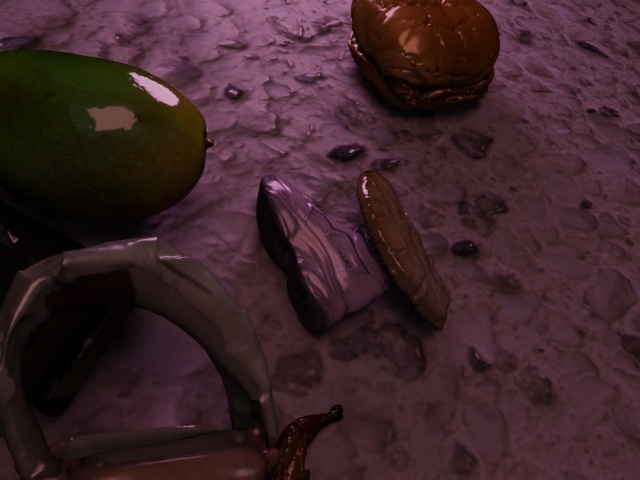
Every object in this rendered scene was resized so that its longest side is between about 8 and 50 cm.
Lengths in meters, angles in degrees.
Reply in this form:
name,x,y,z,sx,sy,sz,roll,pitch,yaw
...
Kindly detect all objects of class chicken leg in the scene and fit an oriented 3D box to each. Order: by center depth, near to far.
name,x,y,z,sx,sy,sz,roll,pitch,yaw
chicken leg,-0.023,0.234,0.593,0.062,0.037,0.145,42,53,-10

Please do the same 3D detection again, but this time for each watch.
name,x,y,z,sx,sy,sz,roll,pitch,yaw
watch,-0.166,0.120,0.490,0.253,0.161,0.241,8,78,-36

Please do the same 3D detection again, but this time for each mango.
name,x,y,z,sx,sy,sz,roll,pitch,yaw
mango,-0.335,-0.141,0.691,0.381,0.201,0.225,14,60,1

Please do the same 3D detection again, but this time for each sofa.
name,x,y,z,sx,sy,sz,roll,pitch,yaw
sofa,-0.352,0.059,0.588,0.258,0.182,0.200,26,70,6

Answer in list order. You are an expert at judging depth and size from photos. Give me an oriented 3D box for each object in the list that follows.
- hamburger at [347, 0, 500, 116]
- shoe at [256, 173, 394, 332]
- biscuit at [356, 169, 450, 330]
name,x,y,z,sx,sy,sz,roll,pitch,yaw
hamburger,0.209,-0.387,1.040,0.318,0.158,0.319,7,55,-10
shoe,0.000,0.000,0.742,0.137,0.095,0.245,-14,62,-27
biscuit,0.105,-0.008,0.757,0.141,0.038,0.290,26,37,-50
